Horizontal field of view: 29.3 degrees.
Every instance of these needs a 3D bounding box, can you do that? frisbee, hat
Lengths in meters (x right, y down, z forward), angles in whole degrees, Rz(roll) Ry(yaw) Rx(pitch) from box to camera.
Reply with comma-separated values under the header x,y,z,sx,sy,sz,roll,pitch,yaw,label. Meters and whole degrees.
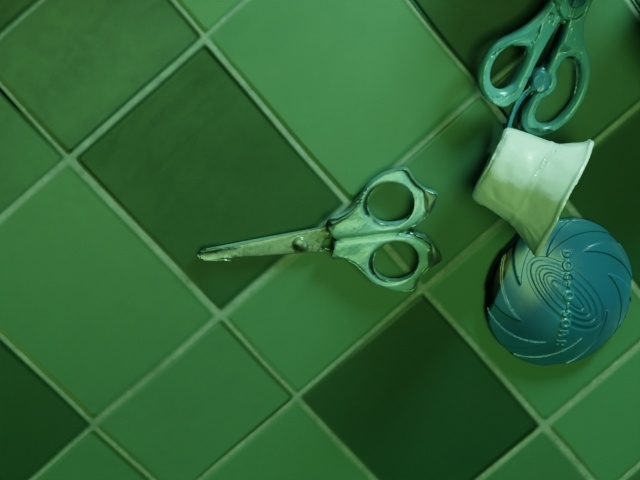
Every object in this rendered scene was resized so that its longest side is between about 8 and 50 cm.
x,y,z,sx,sy,sz,roll,pitch,yaw,label
0.370,0.084,1.877,0.242,0.045,0.242,-3,106,-11,frisbee
0.294,-0.086,1.749,0.126,0.203,0.203,28,100,3,hat

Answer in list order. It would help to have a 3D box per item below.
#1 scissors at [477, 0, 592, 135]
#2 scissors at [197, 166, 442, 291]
x,y,z,sx,sy,sz,roll,pitch,yaw,label
0.357,-0.329,1.733,0.180,0.032,0.393,19,105,-28,scissors
0.000,0.000,1.780,0.360,0.029,0.191,-8,110,-10,scissors
